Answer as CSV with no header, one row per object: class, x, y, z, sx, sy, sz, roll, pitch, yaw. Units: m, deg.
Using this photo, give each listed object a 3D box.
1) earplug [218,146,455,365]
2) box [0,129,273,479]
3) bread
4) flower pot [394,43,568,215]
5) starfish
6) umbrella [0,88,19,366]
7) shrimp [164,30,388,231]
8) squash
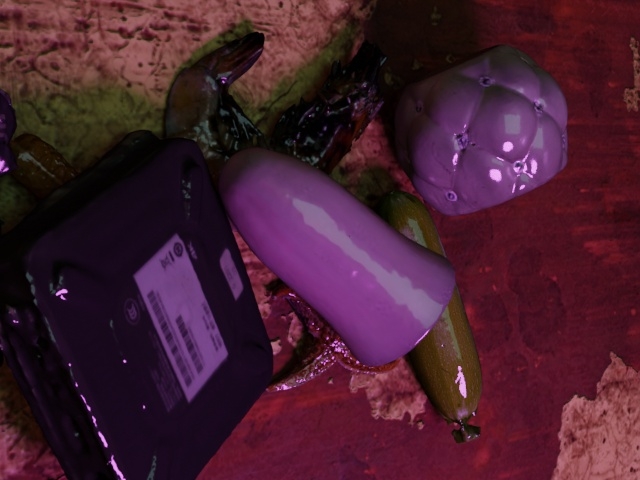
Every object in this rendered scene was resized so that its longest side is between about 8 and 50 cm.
earplug,0.000,0.000,1.297,0.301,0.172,0.172,40,64,-23
box,-0.186,0.089,1.176,0.350,0.091,0.359,-49,126,-51
bread,-0.285,-0.059,1.194,0.157,0.044,0.052,42,60,-30
flower pot,0.220,-0.155,1.490,0.246,0.246,0.195,-29,99,-36
starfish,0.018,0.126,1.426,0.213,0.057,0.238,49,59,-18
umbrella,-0.361,-0.036,1.083,0.154,0.128,0.336,-29,112,-46
shrimp,-0.055,-0.172,1.378,0.365,0.071,0.233,-49,112,-24
squash,0.157,0.107,1.513,0.101,0.101,0.378,-24,99,-37
